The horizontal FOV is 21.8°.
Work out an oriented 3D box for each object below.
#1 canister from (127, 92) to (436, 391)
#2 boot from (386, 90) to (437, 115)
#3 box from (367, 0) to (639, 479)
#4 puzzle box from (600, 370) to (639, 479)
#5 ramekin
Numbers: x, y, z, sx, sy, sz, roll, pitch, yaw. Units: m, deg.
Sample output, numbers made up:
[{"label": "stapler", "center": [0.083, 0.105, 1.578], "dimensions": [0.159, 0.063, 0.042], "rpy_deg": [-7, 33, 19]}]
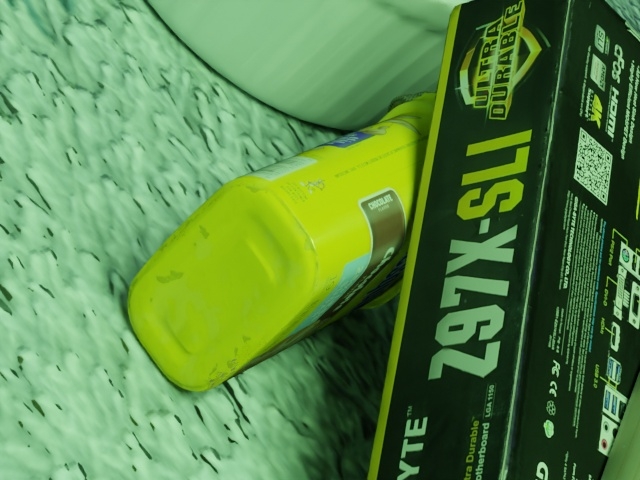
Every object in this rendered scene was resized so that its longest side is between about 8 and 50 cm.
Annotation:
[{"label": "canister", "center": [0.000, 0.000, 0.802], "dimensions": [0.073, 0.126, 0.170], "rpy_deg": [53, 37, 9]}, {"label": "boot", "center": [0.125, 0.002, 0.971], "dimensions": [0.165, 0.077, 0.213], "rpy_deg": [-18, 94, -37]}, {"label": "box", "center": [0.141, 0.073, 0.793], "dimensions": [0.257, 0.079, 0.322], "rpy_deg": [36, 55, -40]}, {"label": "puzzle box", "center": [0.286, 0.187, 0.792], "dimensions": [0.409, 0.052, 0.272], "rpy_deg": [46, 48, -21]}, {"label": "ramekin", "center": [0.004, -0.198, 0.989], "dimensions": [0.277, 0.135, 0.277], "rpy_deg": [28, 39, -25]}]
